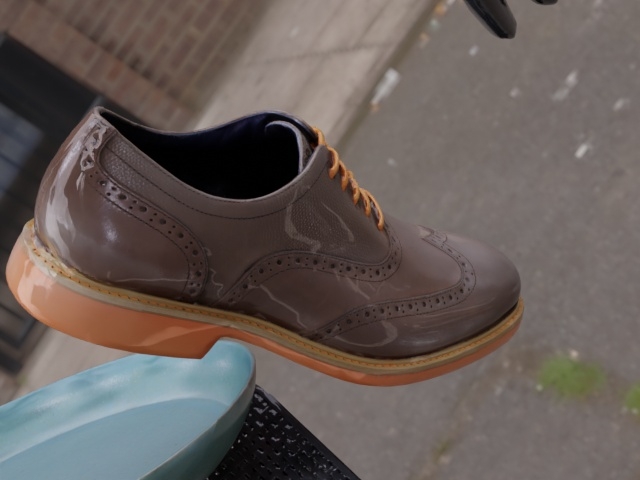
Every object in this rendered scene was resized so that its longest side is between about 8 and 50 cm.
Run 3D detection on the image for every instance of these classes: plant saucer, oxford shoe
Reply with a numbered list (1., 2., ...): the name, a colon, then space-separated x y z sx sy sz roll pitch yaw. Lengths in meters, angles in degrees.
1. plant saucer: -0.180 0.154 0.906 0.318 0.043 0.317 -22 12 5
2. oxford shoe: 0.000 0.000 0.871 0.130 0.364 0.132 48 122 44

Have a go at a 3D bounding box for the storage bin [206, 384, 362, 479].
1. storage bin: -0.013 0.198 0.964 0.084 0.180 0.122 -38 -34 -17

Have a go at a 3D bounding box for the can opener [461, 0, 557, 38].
1. can opener: 0.066 -0.133 0.601 0.059 0.073 0.186 -29 -22 4
